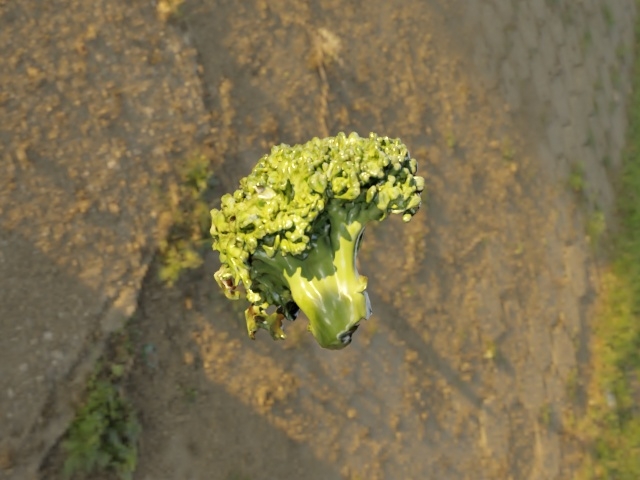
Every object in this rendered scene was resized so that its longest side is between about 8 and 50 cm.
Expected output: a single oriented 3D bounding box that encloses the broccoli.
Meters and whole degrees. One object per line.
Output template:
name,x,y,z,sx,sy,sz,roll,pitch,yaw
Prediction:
broccoli,0.000,0.000,0.476,0.092,0.097,0.095,61,-3,11
